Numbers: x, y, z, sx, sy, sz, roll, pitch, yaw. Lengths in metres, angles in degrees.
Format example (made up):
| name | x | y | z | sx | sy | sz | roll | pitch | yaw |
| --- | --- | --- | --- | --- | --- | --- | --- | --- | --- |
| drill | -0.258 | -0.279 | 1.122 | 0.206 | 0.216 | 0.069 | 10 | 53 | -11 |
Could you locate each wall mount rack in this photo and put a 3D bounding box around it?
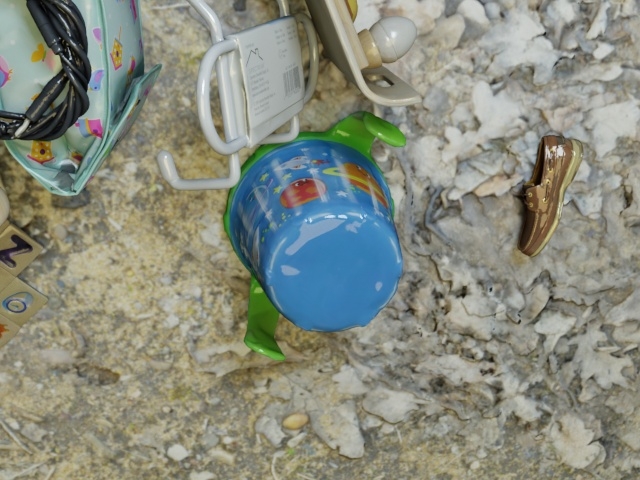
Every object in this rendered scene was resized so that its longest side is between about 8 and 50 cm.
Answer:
| name | x | y | z | sx | sy | sz | roll | pitch | yaw |
| --- | --- | --- | --- | --- | --- | --- | --- | --- | --- |
| wall mount rack | -0.113 | -0.230 | 0.945 | 0.130 | 0.350 | 0.304 | 0 | 111 | 18 |

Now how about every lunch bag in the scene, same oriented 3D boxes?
| name | x | y | z | sx | sy | sz | roll | pitch | yaw |
| --- | --- | --- | --- | --- | --- | --- | --- | --- | --- |
| lunch bag | -0.273 | -0.200 | 0.951 | 0.160 | 0.223 | 0.262 | -5 | 113 | 0 |

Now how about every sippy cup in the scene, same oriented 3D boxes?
| name | x | y | z | sx | sy | sz | roll | pitch | yaw |
| --- | --- | --- | --- | --- | --- | --- | --- | --- | --- |
| sippy cup | 0.000 | 0.000 | 1.081 | 0.240 | 0.224 | 0.305 | -10 | 114 | -5 |

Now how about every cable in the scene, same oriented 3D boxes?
| name | x | y | z | sx | sy | sz | roll | pitch | yaw |
| --- | --- | --- | --- | --- | --- | --- | --- | --- | --- |
| cable | -0.297 | -0.184 | 0.811 | 0.151 | 0.047 | 0.184 | 4 | 109 | -1 |

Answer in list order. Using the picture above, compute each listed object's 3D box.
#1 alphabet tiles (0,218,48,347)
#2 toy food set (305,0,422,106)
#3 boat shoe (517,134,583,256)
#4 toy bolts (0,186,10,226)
| name | x | y | z | sx | sy | sz | roll | pitch | yaw |
| --- | --- | --- | --- | --- | --- | --- | --- | --- | --- |
| alphabet tiles | -0.546 | 0.074 | 1.111 | 0.342 | 0.011 | 0.285 | -43 | 121 | 8 |
| toy food set | 0.026 | -0.311 | 0.961 | 0.092 | 0.219 | 0.306 | -23 | 113 | 0 |
| boat shoe | 0.312 | -0.065 | 1.200 | 0.060 | 0.064 | 0.178 | 15 | 102 | -10 |
| toy bolts | -0.408 | -0.104 | 0.961 | 0.218 | 0.228 | 0.158 | -32 | 121 | -27 |
